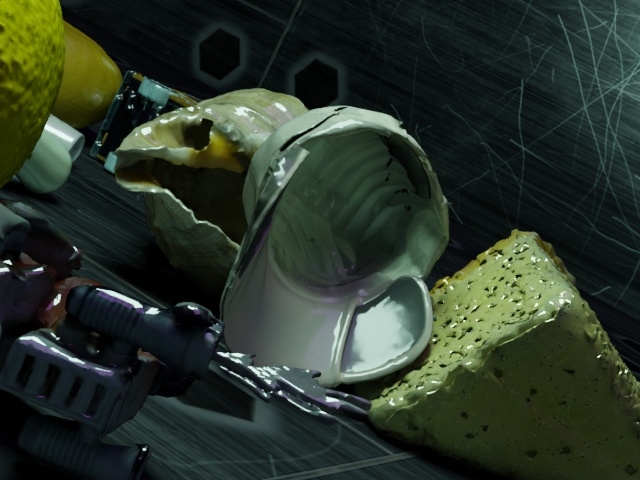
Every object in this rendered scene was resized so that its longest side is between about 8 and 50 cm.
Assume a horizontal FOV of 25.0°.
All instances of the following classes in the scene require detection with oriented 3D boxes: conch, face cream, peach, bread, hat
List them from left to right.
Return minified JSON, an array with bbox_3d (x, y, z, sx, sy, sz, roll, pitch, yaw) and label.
[{"bbox_3d":[-0.374,-0.151,1.750,0.182,0.051,0.072,28,10,6],"label":"face cream"},{"bbox_3d":[-0.381,-0.238,1.940,0.251,0.153,0.251,23,16,-7],"label":"peach"},{"bbox_3d":[-0.088,-0.031,1.485,0.324,0.186,0.263,-11,50,-46],"label":"conch"},{"bbox_3d":[-0.002,0.006,1.314,0.161,0.275,0.232,-12,-48,48],"label":"hat"},{"bbox_3d":[0.188,0.181,1.400,0.248,0.279,0.315,-118,-174,-74],"label":"bread"}]

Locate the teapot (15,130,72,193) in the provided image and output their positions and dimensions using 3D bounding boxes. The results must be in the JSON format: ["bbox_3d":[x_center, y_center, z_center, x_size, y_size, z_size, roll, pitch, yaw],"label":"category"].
[{"bbox_3d":[-0.368,-0.159,1.414,0.220,0.318,0.149,5,43,1],"label":"teapot"}]

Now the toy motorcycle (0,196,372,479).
[{"bbox_3d":[-0.168,0.058,0.872,0.401,0.134,0.207,26,9,9],"label":"toy motorcycle"}]

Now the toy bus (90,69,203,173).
[{"bbox_3d":[-0.143,-0.099,1.842,0.275,0.138,0.167,31,8,40],"label":"toy bus"}]

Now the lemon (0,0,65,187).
[{"bbox_3d":[-0.322,-0.148,1.095,0.268,0.322,0.268,12,-31,7],"label":"lemon"}]
